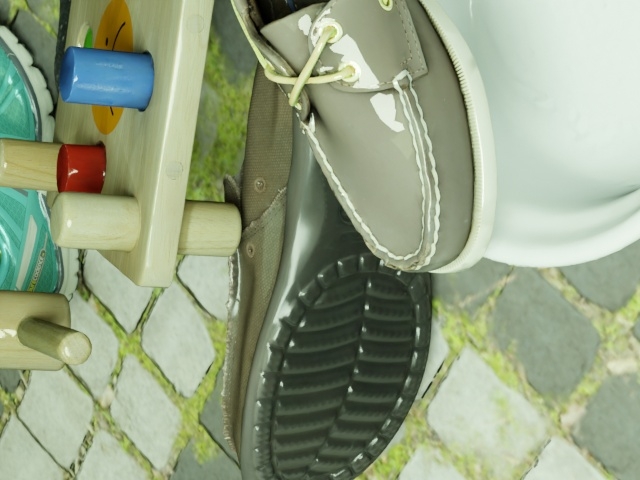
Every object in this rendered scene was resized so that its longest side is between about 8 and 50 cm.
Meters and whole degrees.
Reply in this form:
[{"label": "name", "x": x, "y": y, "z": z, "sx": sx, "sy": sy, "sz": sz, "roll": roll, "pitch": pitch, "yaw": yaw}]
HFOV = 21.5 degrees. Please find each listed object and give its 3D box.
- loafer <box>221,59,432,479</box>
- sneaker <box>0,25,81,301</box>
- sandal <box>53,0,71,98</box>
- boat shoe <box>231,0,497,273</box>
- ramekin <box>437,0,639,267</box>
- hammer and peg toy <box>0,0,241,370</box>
[{"label": "loafer", "x": 0.000, "y": 0.000, "z": 1.160, "sx": 0.130, "sy": 0.133, "sz": 0.366, "roll": 30, "pitch": 113, "yaw": 56}, {"label": "sneaker", "x": -0.277, "y": -0.064, "z": 1.387, "sx": 0.107, "sy": 0.110, "sz": 0.275, "roll": -16, "pitch": 90, "yaw": 44}, {"label": "sandal", "x": -0.174, "y": -0.175, "z": 1.317, "sx": 0.067, "sy": 0.040, "sz": 0.179, "roll": -7, "pitch": 83, "yaw": 38}, {"label": "boat shoe", "x": 0.004, "y": -0.129, "z": 0.936, "sx": 0.116, "sy": 0.096, "sz": 0.324, "roll": -17, "pitch": 90, "yaw": 44}, {"label": "ramekin", "x": 0.145, "y": -0.133, "z": 0.967, "sx": 0.277, "sy": 0.135, "sz": 0.277, "roll": 14, "pitch": 111, "yaw": 40}, {"label": "hammer and peg toy", "x": -0.137, "y": -0.064, "z": 1.161, "sx": 0.266, "sy": 0.127, "sz": 0.361, "roll": -151, "pitch": 67, "yaw": -63}]
